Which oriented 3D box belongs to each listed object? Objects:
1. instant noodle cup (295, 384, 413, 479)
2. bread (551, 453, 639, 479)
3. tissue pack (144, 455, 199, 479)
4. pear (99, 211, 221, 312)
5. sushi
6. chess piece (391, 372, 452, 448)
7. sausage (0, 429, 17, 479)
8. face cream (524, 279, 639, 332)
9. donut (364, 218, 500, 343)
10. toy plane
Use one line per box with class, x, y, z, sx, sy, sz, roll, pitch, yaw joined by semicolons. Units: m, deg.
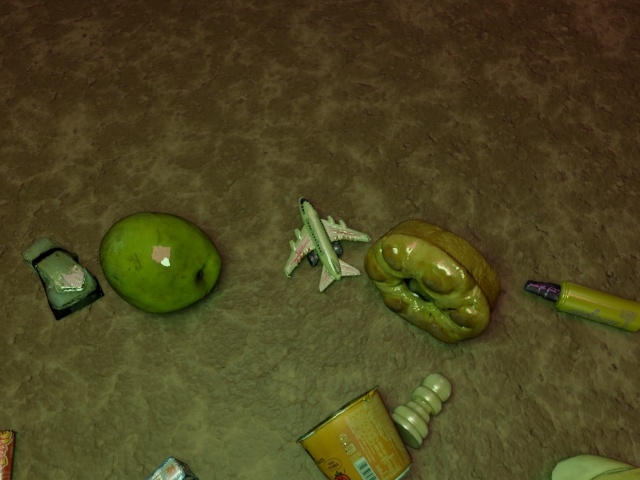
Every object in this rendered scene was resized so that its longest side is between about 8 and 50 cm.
instant noodle cup;0.080;0.433;1.079;0.215;0.216;0.172;-30;74;-14
bread;0.523;0.613;0.942;0.328;0.245;0.424;25;69;14
tissue pack;-0.340;0.533;1.072;0.155;0.116;0.065;-40;65;-18
pear;-0.400;0.046;1.269;0.307;0.253;0.253;25;65;22
sushi;-0.693;0.060;1.338;0.134;0.109;0.273;-33;65;-16
chess piece;0.235;0.377;1.172;0.094;0.094;0.170;39;61;20
sausage;-0.706;0.498;1.138;0.050;0.048;0.146;12;56;-37
face cream;0.651;0.151;1.285;0.273;0.078;0.078;17;63;10
donut;0.258;0.095;1.215;0.317;0.299;0.150;51;57;-10
toy plane;0.000;0.000;1.363;0.241;0.104;0.256;-23;64;-8
